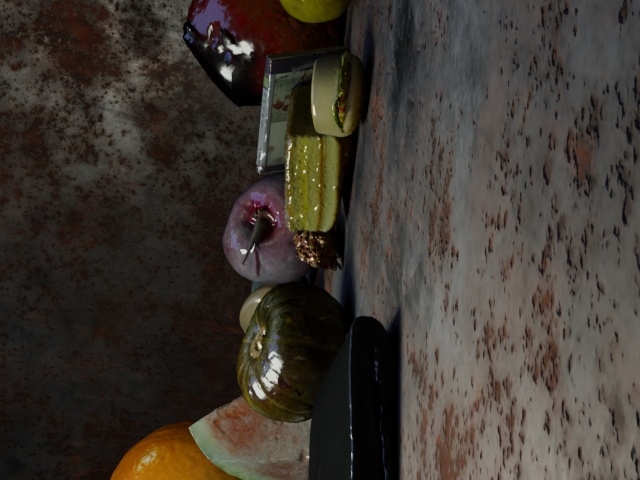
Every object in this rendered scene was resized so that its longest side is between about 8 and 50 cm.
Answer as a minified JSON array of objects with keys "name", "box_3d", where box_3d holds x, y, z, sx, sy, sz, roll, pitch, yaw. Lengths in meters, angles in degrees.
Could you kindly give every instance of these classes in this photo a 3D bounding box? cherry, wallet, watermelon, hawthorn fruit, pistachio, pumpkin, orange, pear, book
[{"name":"cherry","box_3d":[-0.076,-0.019,1.977,0.213,0.183,0.266,-49,-13,3]},{"name":"wallet","box_3d":[0.033,0.258,1.339,0.406,0.062,0.228,110,164,-68]},{"name":"watermelon","box_3d":[-0.086,0.344,1.983,0.310,0.231,0.193,32,-135,-43]},{"name":"hawthorn fruit","box_3d":[-0.106,-0.397,2.010,0.316,0.315,0.316,-176,90,-85]},{"name":"pistachio","box_3d":[-0.068,0.168,2.090,0.238,0.153,0.138,57,-144,-47]},{"name":"pumpkin","box_3d":[-0.031,0.177,1.642,0.219,0.162,0.219,-46,32,41]},{"name":"orange","box_3d":[-0.213,0.544,2.102,0.326,0.424,0.424,-43,7,0]},{"name":"pear","box_3d":[-0.009,-0.440,1.807,0.162,0.148,0.149,-90,5,-75]},{"name":"book","box_3d":[-0.031,-0.229,1.897,0.026,0.157,0.231,48,141,42]}]

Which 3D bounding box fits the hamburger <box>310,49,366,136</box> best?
[{"name":"hamburger","box_3d":[0.029,-0.218,1.599,0.141,0.081,0.127,75,-162,-67]}]

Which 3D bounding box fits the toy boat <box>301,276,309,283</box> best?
[{"name":"toy boat","box_3d":[-0.052,0.130,2.333,0.066,0.059,0.140,125,154,-50]}]

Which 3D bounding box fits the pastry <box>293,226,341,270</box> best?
[{"name":"pastry","box_3d":[-0.003,-0.001,1.813,0.169,0.087,0.063,-108,36,-75]}]

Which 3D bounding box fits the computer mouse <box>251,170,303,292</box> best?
[{"name":"computer mouse","box_3d":[-0.066,0.000,2.248,0.203,0.114,0.374,-111,30,-64]}]

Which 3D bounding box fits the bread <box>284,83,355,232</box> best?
[{"name":"bread","box_3d":[-0.005,-0.142,1.787,0.234,0.110,0.184,-92,4,-60]}]
